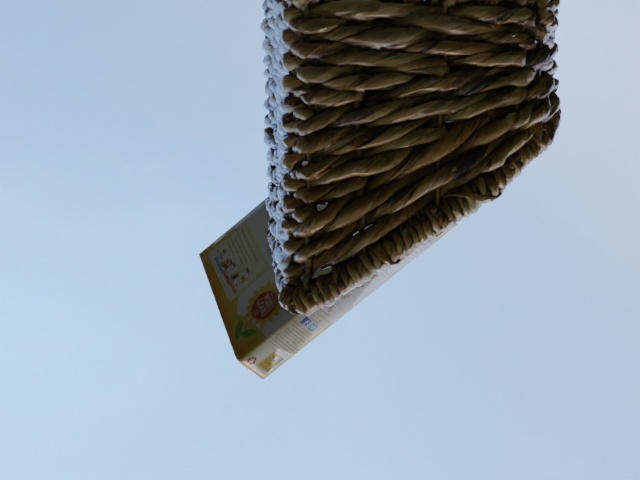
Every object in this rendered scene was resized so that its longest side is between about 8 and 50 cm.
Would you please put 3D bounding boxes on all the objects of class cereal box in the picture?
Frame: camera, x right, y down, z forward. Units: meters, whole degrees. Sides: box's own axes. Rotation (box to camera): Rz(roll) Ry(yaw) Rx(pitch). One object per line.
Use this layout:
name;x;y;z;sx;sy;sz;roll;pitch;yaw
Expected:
cereal box;0.000;0.000;1.074;0.240;0.047;0.173;-38;-141;11

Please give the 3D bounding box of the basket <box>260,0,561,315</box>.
basket;0.066;-0.086;0.838;0.213;0.223;0.299;-1;-168;-5
